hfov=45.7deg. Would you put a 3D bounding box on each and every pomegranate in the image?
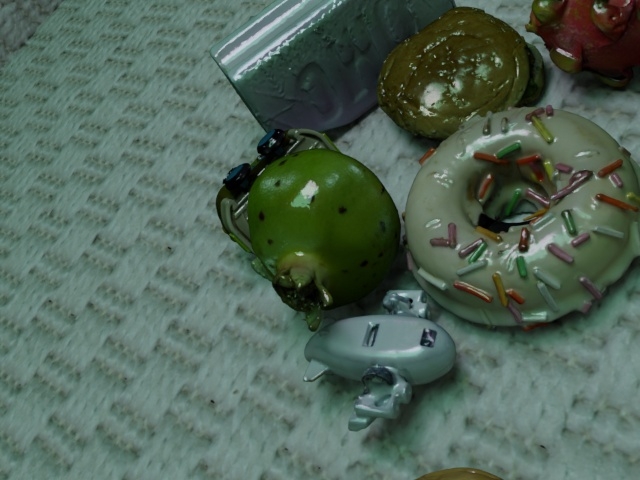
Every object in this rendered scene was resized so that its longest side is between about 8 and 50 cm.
[{"bbox_3d":[0.000,0.000,1.193,0.260,0.260,0.341,-19,33,19],"label":"pomegranate"}]

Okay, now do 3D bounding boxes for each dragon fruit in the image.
[{"bbox_3d":[0.492,-0.384,1.223,0.307,0.243,0.227,-30,7,14],"label":"dragon fruit"}]

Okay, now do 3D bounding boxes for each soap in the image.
[{"bbox_3d":[0.040,-0.385,1.482,0.446,0.261,0.156,-37,45,-2],"label":"soap"}]

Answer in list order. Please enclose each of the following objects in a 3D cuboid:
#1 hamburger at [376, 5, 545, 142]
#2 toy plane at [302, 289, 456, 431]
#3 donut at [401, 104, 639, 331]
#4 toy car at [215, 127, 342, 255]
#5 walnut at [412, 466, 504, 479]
[{"bbox_3d":[0.246,-0.300,1.379,0.285,0.134,0.265,-40,43,2],"label":"hamburger"},{"bbox_3d":[0.085,0.170,1.133,0.244,0.117,0.245,-15,41,14],"label":"toy plane"},{"bbox_3d":[0.292,-0.048,1.150,0.382,0.142,0.383,-18,49,22],"label":"donut"},{"bbox_3d":[-0.084,-0.091,1.415,0.248,0.204,0.198,-47,22,-9],"label":"toy car"},{"bbox_3d":[0.152,0.363,0.879,0.221,0.195,0.195,-25,47,15],"label":"walnut"}]
